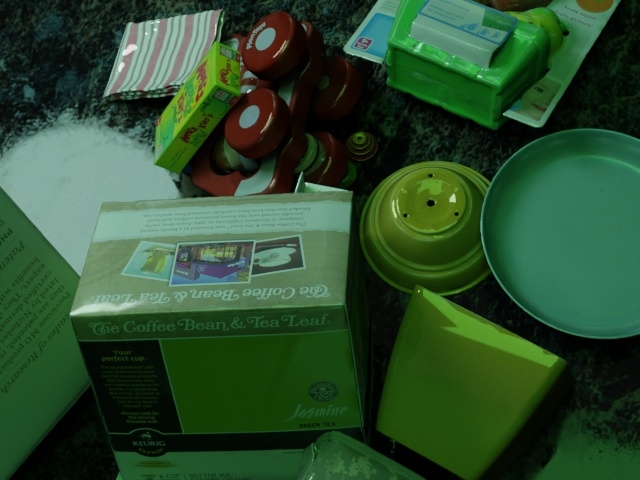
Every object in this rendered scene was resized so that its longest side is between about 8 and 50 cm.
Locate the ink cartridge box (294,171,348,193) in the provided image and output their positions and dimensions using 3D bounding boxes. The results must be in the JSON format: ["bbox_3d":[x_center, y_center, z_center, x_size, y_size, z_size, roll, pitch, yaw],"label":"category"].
[{"bbox_3d":[0.000,0.000,1.814,0.067,0.198,0.115,11,68,13],"label":"ink cartridge box"}]

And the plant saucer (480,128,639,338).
[{"bbox_3d":[0.379,-0.007,1.834,0.318,0.043,0.317,0,66,0],"label":"plant saucer"}]

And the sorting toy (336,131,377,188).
[{"bbox_3d":[0.038,-0.128,1.953,0.061,0.042,0.102,35,75,21],"label":"sorting toy"}]

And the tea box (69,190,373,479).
[{"bbox_3d":[-0.107,0.129,1.674,0.329,0.323,0.220,-2,41,6],"label":"tea box"}]

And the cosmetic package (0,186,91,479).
[{"bbox_3d":[-0.531,0.081,1.707,0.329,0.393,0.327,28,71,36],"label":"cosmetic package"}]

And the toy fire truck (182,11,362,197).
[{"bbox_3d":[-0.096,-0.181,1.939,0.254,0.169,0.302,-8,61,41],"label":"toy fire truck"}]

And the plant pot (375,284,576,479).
[{"bbox_3d":[0.187,0.202,1.702,0.212,0.212,0.187,27,84,18],"label":"plant pot"}]

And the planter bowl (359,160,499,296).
[{"bbox_3d":[0.158,-0.036,1.869,0.217,0.090,0.217,-3,65,7],"label":"planter bowl"}]

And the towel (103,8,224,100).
[{"bbox_3d":[-0.244,-0.288,2.040,0.197,0.029,0.144,-2,62,31],"label":"towel"}]

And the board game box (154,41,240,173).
[{"bbox_3d":[-0.178,-0.189,1.894,0.043,0.181,0.092,22,43,-25],"label":"board game box"}]

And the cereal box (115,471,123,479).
[{"bbox_3d":[-0.220,0.407,1.726,0.173,0.047,0.240,12,67,28],"label":"cereal box"}]

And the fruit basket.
[{"bbox_3d":[0.256,-0.353,1.961,0.327,0.165,0.353,26,68,18],"label":"fruit basket"}]

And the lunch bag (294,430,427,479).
[{"bbox_3d":[0.057,0.394,1.569,0.287,0.169,0.235,37,56,-12],"label":"lunch bag"}]
